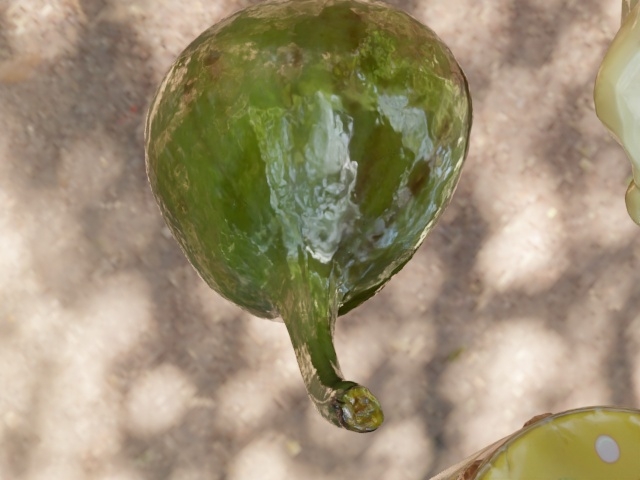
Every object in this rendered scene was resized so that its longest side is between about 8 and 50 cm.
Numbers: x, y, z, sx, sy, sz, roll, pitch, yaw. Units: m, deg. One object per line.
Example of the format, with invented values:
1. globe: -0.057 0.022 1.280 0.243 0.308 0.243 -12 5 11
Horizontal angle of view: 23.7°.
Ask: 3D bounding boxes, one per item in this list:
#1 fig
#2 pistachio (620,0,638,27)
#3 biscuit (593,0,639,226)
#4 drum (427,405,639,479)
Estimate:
1. fig: 0.000 0.000 0.630 0.149 0.245 0.149 -2 133 -2
2. pistachio: 0.288 -0.121 1.043 0.157 0.230 0.157 -16 167 -4
3. biscuit: 0.164 -0.051 0.432 0.204 0.040 0.309 -32 122 -22
4. drum: 0.215 0.359 1.224 0.431 0.431 0.214 -11 159 -35
